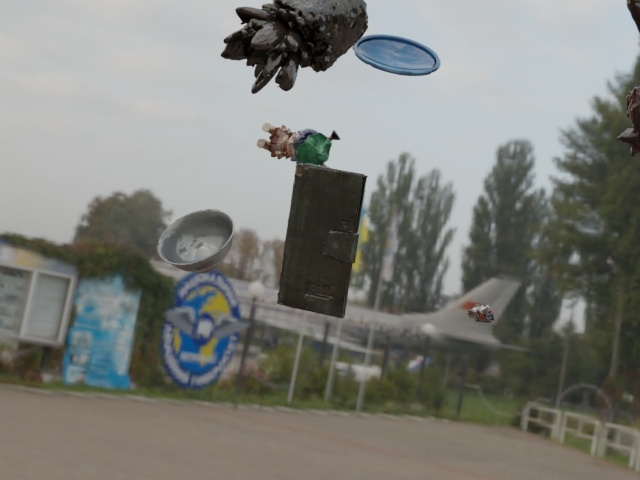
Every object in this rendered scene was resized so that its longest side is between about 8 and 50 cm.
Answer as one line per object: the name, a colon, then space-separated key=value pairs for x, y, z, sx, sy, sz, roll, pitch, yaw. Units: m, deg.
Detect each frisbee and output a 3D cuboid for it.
frisbee: x=0.203 y=-0.490 z=2.584 sx=0.242 sy=0.045 sz=0.242 roll=7 pitch=35 yaw=-5

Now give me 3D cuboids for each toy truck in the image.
toy truck: x=0.282 y=0.129 z=1.676 sx=0.024 sy=0.032 sz=0.083 roll=-32 pitch=1 yaw=-12

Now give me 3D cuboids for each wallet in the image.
wallet: x=0.000 y=0.000 z=2.060 sx=0.169 sy=0.316 sz=0.044 roll=12 pitch=8 yaw=24

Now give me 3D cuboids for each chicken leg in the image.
chicken leg: x=0.681 y=-0.322 z=1.949 sx=0.158 sy=0.096 sz=0.407 roll=36 pitch=-28 yaw=48

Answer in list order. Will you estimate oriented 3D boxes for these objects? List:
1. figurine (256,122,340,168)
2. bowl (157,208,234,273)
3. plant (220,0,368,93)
figurine: x=-0.049 y=-0.231 z=2.289 sx=0.195 sy=0.111 sz=0.102 roll=22 pitch=5 yaw=43
bowl: x=-0.276 y=0.020 z=2.228 sx=0.189 sy=0.189 sz=0.086 roll=7 pitch=-44 yaw=30
plant: x=-0.056 y=-0.461 z=2.117 sx=0.182 sy=0.321 sz=0.194 roll=30 pitch=-34 yaw=41
